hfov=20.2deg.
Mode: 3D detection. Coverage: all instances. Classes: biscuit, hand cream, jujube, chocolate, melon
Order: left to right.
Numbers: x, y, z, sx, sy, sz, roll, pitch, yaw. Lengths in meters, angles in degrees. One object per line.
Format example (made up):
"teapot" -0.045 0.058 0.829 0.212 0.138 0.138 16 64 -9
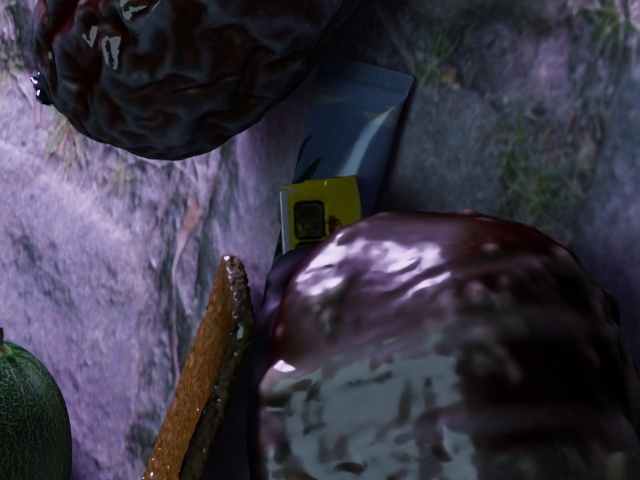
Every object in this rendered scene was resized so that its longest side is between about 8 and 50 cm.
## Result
"melon" -0.312 0.204 1.588 0.182 0.182 0.287 38 115 45
"biscuit" -0.098 0.134 1.421 0.131 0.025 0.230 -104 32 -64
"jujube" -0.085 -0.196 1.323 0.317 0.226 0.226 -45 55 36
"hand cream" 0.000 0.000 1.334 0.091 0.058 0.271 20 97 43
"chocolate" 0.103 0.136 1.079 0.210 0.225 0.340 -21 71 34

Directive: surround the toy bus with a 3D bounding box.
"toy bus" 0.011 0.067 1.263 0.081 0.074 0.226 -100 7 -87
